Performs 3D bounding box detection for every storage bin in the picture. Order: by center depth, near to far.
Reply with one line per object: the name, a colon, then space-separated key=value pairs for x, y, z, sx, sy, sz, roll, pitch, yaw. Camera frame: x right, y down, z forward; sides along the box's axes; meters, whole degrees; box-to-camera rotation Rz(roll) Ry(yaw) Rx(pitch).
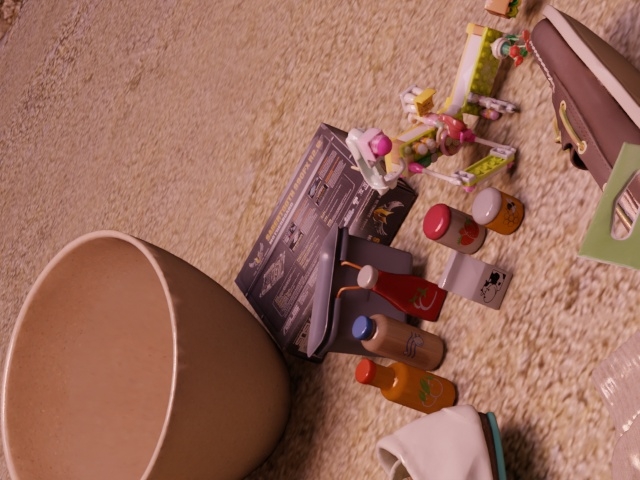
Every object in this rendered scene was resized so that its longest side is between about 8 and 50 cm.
storage bin: x=0.046 y=0.058 z=1.483 sx=0.098 sy=0.091 sz=0.135 roll=122 pitch=156 yaw=-64

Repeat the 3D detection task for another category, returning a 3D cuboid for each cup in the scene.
cup: x=-0.173 y=0.171 z=1.600 sx=0.331 sy=0.237 sz=0.331 roll=-16 pitch=68 yaw=45

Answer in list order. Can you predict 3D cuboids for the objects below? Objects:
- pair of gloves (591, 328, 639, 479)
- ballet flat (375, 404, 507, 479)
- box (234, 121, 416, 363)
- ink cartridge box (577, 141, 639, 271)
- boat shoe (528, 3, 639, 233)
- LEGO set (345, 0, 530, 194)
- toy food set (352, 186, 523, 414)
pair of gloves: x=0.307 y=0.120 z=1.095 sx=0.240 sy=0.042 sz=0.204 roll=-44 pitch=38 yaw=36
ballet flat: x=0.118 y=0.310 z=1.168 sx=0.139 sy=0.139 sz=0.400 roll=-48 pitch=34 yaw=31
box: x=0.000 y=0.000 z=1.642 sx=0.231 sy=0.056 sz=0.183 roll=-61 pitch=30 yaw=12
ink cartridge box: x=0.309 y=0.004 z=1.040 sx=0.209 sy=0.062 sz=0.109 roll=15 pitch=69 yaw=31
boat shoe: x=0.258 y=-0.097 z=1.244 sx=0.096 sy=0.117 sz=0.324 roll=-52 pitch=40 yaw=20
LEGO set: x=0.159 y=-0.144 z=1.441 sx=0.107 sy=0.132 sz=0.287 roll=23 pitch=65 yaw=43
toy food set: x=0.104 y=0.045 z=1.400 sx=0.111 sy=0.104 sz=0.232 roll=24 pitch=92 yaw=60
